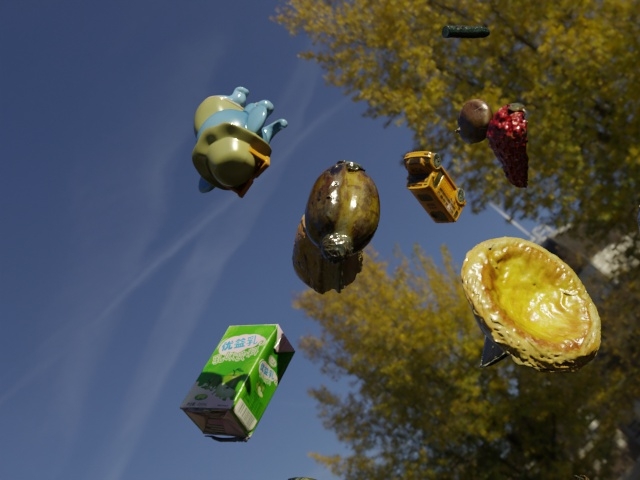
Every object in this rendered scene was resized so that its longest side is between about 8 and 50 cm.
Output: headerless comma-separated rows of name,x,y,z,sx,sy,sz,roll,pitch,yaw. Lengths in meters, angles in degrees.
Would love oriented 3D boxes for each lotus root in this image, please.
lotus root,0.034,-0.042,1.233,0.120,0.120,0.209,99,-179,-50

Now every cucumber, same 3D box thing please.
cucumber,0.358,-0.507,1.885,0.133,0.032,0.032,-7,-43,-26

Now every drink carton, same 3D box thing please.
drink carton,-0.191,0.324,1.796,0.108,0.161,0.271,62,-140,-31

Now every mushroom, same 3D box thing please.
mushroom,0.458,-0.357,2.358,0.080,0.135,0.170,7,-14,-16

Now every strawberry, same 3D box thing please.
strawberry,0.518,-0.260,2.150,0.190,0.111,0.236,-43,-51,-76

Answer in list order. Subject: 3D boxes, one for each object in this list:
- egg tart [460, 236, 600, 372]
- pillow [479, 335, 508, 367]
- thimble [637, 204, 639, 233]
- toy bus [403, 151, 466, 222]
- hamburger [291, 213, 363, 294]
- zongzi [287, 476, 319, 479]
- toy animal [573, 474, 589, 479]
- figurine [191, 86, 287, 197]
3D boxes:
egg tart,0.408,0.142,1.560,0.319,0.319,0.128,-24,-25,-38
pillow,0.442,0.209,1.853,0.141,0.055,0.208,-40,14,31
thimble,0.850,-0.043,1.866,0.137,0.190,0.143,-49,-19,-9
toy bus,0.224,-0.106,1.552,0.162,0.070,0.074,47,-122,-36
hamburger,0.000,0.000,1.668,0.135,0.155,0.207,-41,-36,-33
zongzi,-0.016,0.594,1.835,0.052,0.104,0.113,-62,18,-20
toy animal,0.637,0.630,1.900,0.220,0.062,0.108,-23,29,56
figurine,-0.160,-0.201,1.455,0.180,0.262,0.153,-14,-44,16
